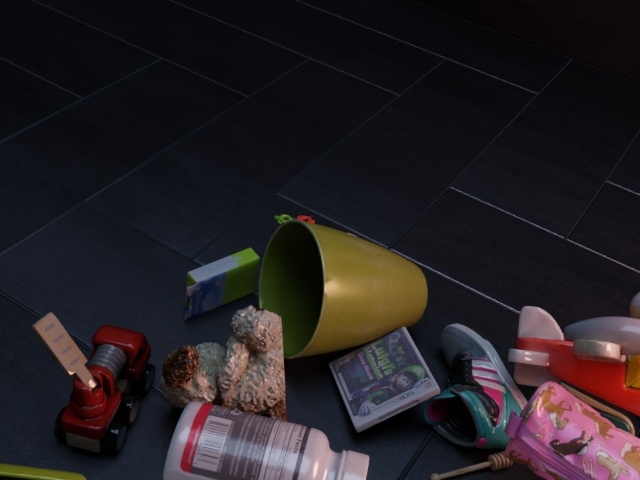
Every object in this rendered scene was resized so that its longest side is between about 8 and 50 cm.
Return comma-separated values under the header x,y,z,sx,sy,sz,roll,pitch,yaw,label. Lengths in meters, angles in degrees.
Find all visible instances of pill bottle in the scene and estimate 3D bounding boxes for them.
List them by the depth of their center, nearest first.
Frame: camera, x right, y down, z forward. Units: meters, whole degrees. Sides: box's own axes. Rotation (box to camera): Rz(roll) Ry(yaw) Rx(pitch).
x,y,z,sx,sy,sz,roll,pitch,yaw,label
-0.087,0.386,1.380,0.319,0.176,0.176,13,40,5,pill bottle

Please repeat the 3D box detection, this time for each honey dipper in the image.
x,y,z,sx,sy,sz,roll,pitch,yaw,label
0.275,0.419,1.524,0.161,0.030,0.030,-10,43,-15,honey dipper

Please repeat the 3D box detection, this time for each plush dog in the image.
x,y,z,sx,sy,sz,roll,pitch,yaw,label
-0.178,0.254,1.511,0.225,0.262,0.210,-3,65,-4,plush dog

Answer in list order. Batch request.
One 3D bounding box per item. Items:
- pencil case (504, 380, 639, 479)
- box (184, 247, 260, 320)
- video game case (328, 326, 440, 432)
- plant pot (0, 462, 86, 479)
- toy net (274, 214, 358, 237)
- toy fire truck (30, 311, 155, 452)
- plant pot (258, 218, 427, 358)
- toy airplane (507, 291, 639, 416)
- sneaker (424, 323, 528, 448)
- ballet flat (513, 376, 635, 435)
x,y,z,sx,sy,sz,roll,pitch,yaw,label
0.483,0.384,1.326,0.386,0.167,0.160,33,74,27,pencil case
-0.216,0.092,1.758,0.178,0.109,0.042,-22,52,-31,box
0.119,0.264,1.605,0.173,0.022,0.190,-26,34,0,video game case
-0.448,0.458,1.202,0.227,0.228,0.207,7,32,-2,plant pot
0.000,0.000,1.962,0.232,0.045,0.122,9,38,-2,toy net
-0.402,0.217,1.469,0.158,0.246,0.217,13,40,5,toy fire truck
0.063,0.103,1.708,0.294,0.274,0.275,4,37,-30,plant pot
0.538,0.202,1.498,0.384,0.272,0.386,25,3,-17,toy airplane
0.269,0.288,1.612,0.178,0.123,0.295,-4,42,-29,sneaker
0.497,0.329,1.641,0.248,0.086,0.086,26,43,18,ballet flat
